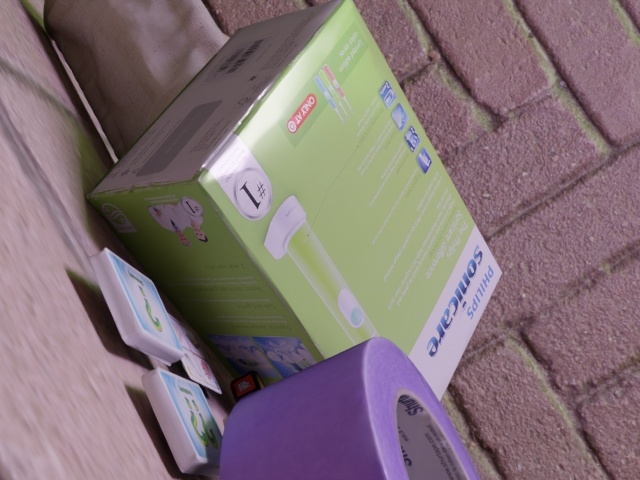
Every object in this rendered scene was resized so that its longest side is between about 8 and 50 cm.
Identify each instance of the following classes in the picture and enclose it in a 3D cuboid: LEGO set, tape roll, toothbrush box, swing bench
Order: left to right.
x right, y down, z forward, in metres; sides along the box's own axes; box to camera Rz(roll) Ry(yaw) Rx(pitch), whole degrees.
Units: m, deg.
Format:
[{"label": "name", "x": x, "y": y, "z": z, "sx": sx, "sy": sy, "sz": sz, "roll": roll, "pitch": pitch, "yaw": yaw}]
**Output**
[{"label": "swing bench", "x": -0.140, "y": -0.138, "z": 0.882, "sx": 0.253, "sy": 0.165, "sz": 0.255, "roll": 58, "pitch": 4, "yaw": 26}, {"label": "LEGO set", "x": -0.038, "y": 0.107, "z": 0.523, "sx": 0.182, "sy": 0.060, "sz": 0.244, "roll": 62, "pitch": -1, "yaw": 19}, {"label": "toothbrush box", "x": 0.000, "y": 0.000, "z": 0.675, "sx": 0.122, "sy": 0.206, "sz": 0.283, "roll": -5, "pitch": -49, "yaw": 42}, {"label": "tape roll", "x": 0.033, "y": 0.150, "z": 0.451, "sx": 0.189, "sy": 0.080, "sz": 0.189, "roll": 57, "pitch": 14, "yaw": -23}]
